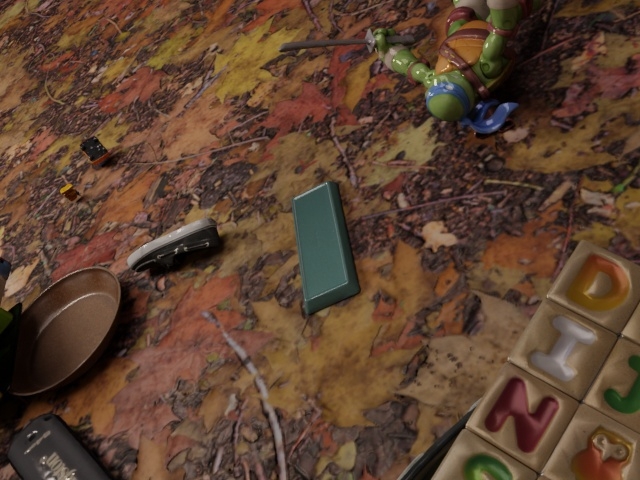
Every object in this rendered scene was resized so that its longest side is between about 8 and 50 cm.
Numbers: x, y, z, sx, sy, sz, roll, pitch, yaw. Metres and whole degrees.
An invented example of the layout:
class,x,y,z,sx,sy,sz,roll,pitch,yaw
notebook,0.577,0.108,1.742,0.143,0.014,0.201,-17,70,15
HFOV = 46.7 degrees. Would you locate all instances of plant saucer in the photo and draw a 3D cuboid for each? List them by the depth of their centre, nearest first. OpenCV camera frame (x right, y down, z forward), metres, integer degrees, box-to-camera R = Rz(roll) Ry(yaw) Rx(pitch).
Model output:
class,x,y,z,sx,sy,sz,roll,pitch,yaw
plant saucer,0.000,0.000,0.869,0.067,0.018,0.192,-25,40,14
plant saucer,-0.335,0.123,0.979,0.199,0.036,0.198,-21,42,19

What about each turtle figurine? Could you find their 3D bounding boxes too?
class,x,y,z,sx,sy,sz,roll,pitch,yaw
turtle figurine,0.150,-0.273,0.855,0.275,0.197,0.266,33,48,7

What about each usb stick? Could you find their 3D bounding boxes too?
class,x,y,z,sx,sy,sz,roll,pitch,yaw
usb stick,-0.253,0.265,0.775,0.278,0.045,0.077,22,68,47

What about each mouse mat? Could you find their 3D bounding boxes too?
class,x,y,z,sx,sy,sz,roll,pitch,yaw
mouse mat,-0.465,0.185,1.000,0.190,0.007,0.152,-38,41,21

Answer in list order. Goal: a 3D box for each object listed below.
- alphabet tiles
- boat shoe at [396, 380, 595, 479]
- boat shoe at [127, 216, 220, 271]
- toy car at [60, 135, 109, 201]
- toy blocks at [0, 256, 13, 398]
class,x,y,z,sx,sy,sz,roll,pitch,yaw
alphabet tiles,0.245,0.147,0.469,0.285,0.011,0.342,29,71,25
boat shoe,0.170,0.145,0.544,0.302,0.091,0.114,-44,39,-8
boat shoe,-0.194,0.015,0.975,0.142,0.049,0.040,-25,79,21
toy car,-0.405,-0.120,1.262,0.060,0.040,0.122,26,66,25
toy blocks,-0.548,0.159,0.987,0.381,0.191,0.261,-49,27,8
